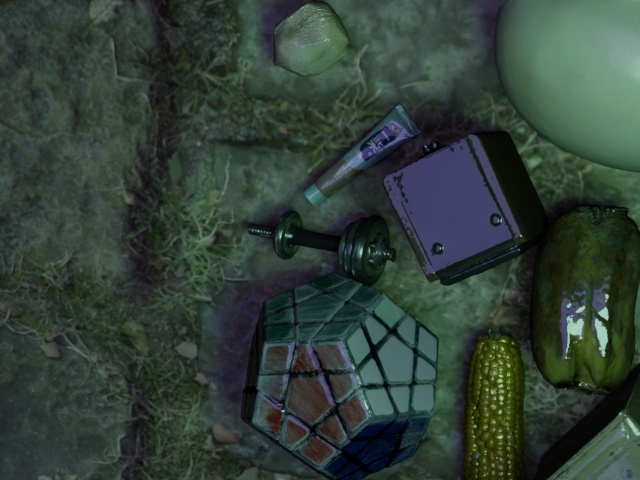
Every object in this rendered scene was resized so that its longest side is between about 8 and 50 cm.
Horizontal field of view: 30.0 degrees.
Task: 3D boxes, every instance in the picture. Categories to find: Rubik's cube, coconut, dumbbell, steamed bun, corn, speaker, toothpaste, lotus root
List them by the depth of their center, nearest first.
[{"bbox_3d":[0.412,-0.248,1.568,0.374,0.334,0.333,19,102,16],"label":"steamed bun"},{"bbox_3d":[0.378,0.079,1.698,0.152,0.160,0.274,8,85,29],"label":"lotus root"},{"bbox_3d":[0.214,-0.054,1.712,0.153,0.231,0.192,-26,87,20],"label":"speaker"},{"bbox_3d":[0.027,0.208,1.791,0.319,0.319,0.264,-43,55,19],"label":"Rubik's cube"},{"bbox_3d":[0.263,0.288,1.807,0.102,0.102,0.312,-1,93,20],"label":"corn"},{"bbox_3d":[-0.023,-0.307,1.838,0.124,0.110,0.110,-30,85,14],"label":"coconut"},{"bbox_3d":[0.061,-0.128,1.866,0.205,0.036,0.056,-38,84,15],"label":"toothpaste"},{"bbox_3d":[0.000,0.000,1.870,0.255,0.110,0.110,11,100,25],"label":"dumbbell"}]

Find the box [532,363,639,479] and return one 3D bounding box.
[{"bbox_3d":[0.417,0.337,1.646,0.190,0.297,0.225,47,108,10],"label":"box"}]
